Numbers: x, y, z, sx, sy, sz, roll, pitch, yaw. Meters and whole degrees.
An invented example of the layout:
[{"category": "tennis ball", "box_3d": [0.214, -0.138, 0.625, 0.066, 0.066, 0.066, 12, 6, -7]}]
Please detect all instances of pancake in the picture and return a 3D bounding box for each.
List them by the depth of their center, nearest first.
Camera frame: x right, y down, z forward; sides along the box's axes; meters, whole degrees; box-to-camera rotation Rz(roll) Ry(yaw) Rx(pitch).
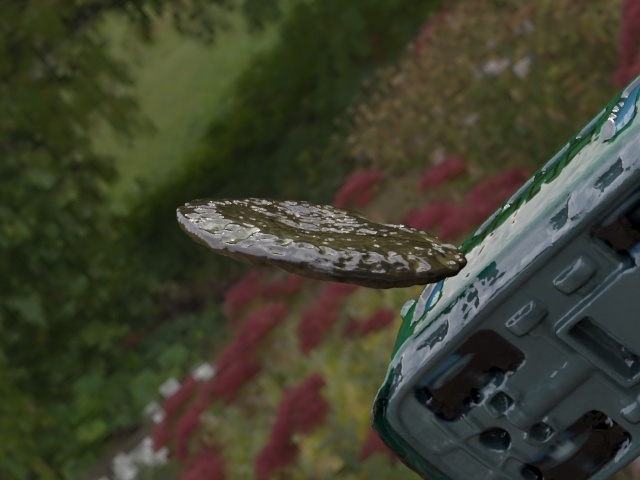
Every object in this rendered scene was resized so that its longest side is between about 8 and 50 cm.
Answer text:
[{"category": "pancake", "box_3d": [0.000, -0.002, 1.294, 0.199, 0.199, 0.021, -111, 31, -76]}]

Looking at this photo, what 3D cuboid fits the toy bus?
[{"category": "toy bus", "box_3d": [0.204, 0.030, 1.384, 0.343, 0.183, 0.199, -44, 16, 30]}]
